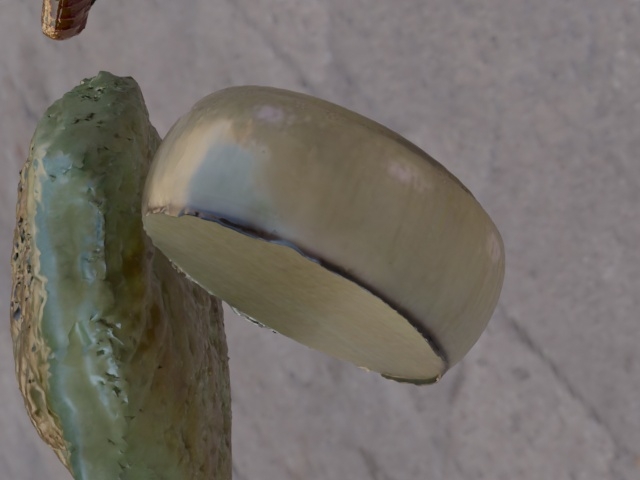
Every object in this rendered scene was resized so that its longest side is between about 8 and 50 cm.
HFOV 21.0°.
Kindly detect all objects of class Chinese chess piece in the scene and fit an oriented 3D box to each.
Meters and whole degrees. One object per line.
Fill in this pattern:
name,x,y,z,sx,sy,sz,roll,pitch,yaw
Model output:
Chinese chess piece,0.000,0.000,1.156,0.250,0.103,0.250,25,162,8

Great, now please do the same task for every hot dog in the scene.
hot dog,-0.215,-0.234,1.512,0.038,0.062,0.144,27,137,8

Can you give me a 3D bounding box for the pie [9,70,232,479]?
pie,-0.169,0.072,1.403,0.418,0.180,0.395,110,151,-85
